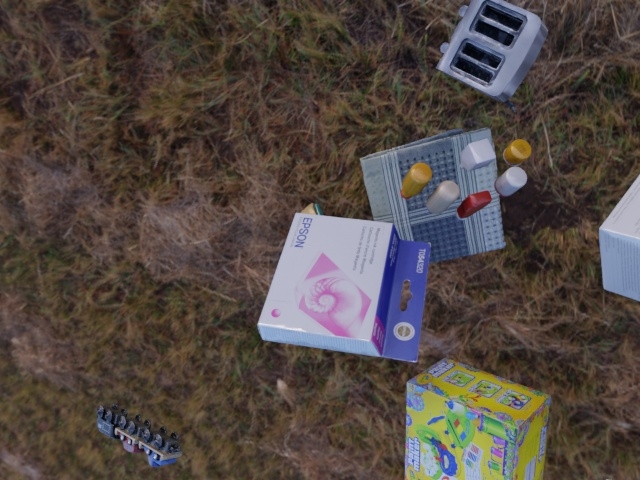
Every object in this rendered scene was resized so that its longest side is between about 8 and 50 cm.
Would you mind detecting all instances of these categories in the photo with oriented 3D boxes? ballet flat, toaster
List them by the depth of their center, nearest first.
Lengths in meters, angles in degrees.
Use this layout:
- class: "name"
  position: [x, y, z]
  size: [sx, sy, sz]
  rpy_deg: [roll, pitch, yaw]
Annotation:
- class: "toaster"
  position: [0.342, -0.377, 1.071]
  size: [0.185, 0.110, 0.168]
  rpy_deg: [35, 113, 19]
- class: "ballet flat"
  position: [0.000, 0.000, 1.462]
  size: [0.073, 0.232, 0.080]
  rpy_deg: [-30, 142, 9]

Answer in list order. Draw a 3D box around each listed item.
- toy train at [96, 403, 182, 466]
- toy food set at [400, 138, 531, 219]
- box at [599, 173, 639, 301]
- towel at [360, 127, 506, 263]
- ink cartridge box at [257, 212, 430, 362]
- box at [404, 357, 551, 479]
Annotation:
- class: "toy train"
  position: [-0.201, 0.211, 0.583]
  size: [0.158, 0.027, 0.036]
  rpy_deg: [1, 83, 43]
- class: "toy food set"
  position: [0.270, -0.105, 0.989]
  size: [0.104, 0.232, 0.111]
  rpy_deg: [114, 136, -73]
- class: "box"
  position: [0.624, -0.004, 1.005]
  size: [0.119, 0.181, 0.182]
  rpy_deg: [25, 152, 46]
- class: "towel"
  position: [0.276, -0.095, 1.298]
  size: [0.311, 0.056, 0.325]
  rpy_deg: [-12, 116, 7]
- class: "ink cartridge box"
  position: [0.064, 0.087, 1.179]
  size: [0.329, 0.324, 0.072]
  rpy_deg: [5, 139, 12]
- class: "box"
  position: [0.360, 0.476, 1.269]
  size: [0.279, 0.177, 0.290]
  rpy_deg: [14, 111, 42]
